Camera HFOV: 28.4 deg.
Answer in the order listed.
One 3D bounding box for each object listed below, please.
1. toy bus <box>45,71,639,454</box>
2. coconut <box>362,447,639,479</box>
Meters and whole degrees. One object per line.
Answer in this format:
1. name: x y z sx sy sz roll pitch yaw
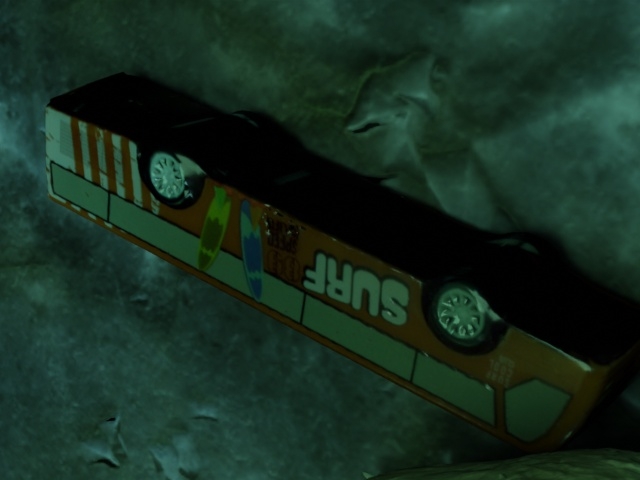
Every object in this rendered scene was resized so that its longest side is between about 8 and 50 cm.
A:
1. toy bus: 0.000 0.000 0.770 0.408 0.093 0.092 26 123 28
2. coconut: 0.120 0.276 0.605 0.360 0.346 0.346 -4 99 38
